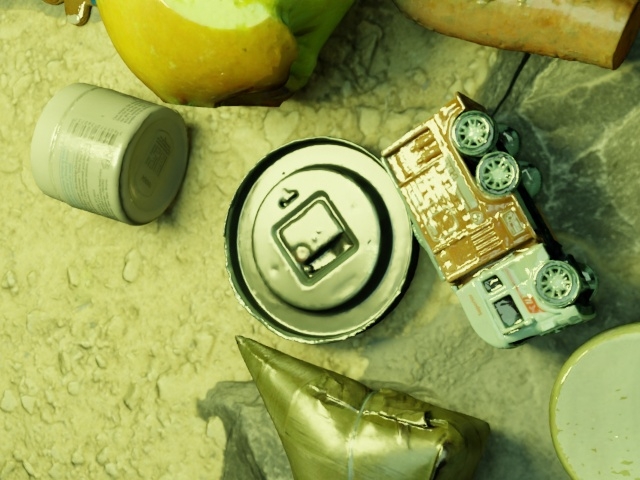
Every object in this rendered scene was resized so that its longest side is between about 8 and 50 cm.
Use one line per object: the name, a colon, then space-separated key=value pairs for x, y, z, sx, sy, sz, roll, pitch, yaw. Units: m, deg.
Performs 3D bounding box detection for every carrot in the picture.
carrot: x=0.234 y=-0.292 z=1.229 sx=0.302 sy=0.139 sz=0.138 roll=25 pitch=98 yaw=16

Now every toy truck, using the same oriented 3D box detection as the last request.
toy truck: x=0.204 y=-0.014 z=1.228 sx=0.162 sy=0.136 sz=0.305 roll=-31 pitch=76 yaw=21

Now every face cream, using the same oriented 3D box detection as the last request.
face cream: x=-0.293 y=-0.121 z=1.419 sx=0.153 sy=0.177 sz=0.177 roll=18 pitch=95 yaw=20

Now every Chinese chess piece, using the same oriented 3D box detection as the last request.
Chinese chess piece: x=0.385 y=0.209 z=1.166 sx=0.238 sy=0.092 sz=0.237 roll=-1 pitch=87 yaw=24

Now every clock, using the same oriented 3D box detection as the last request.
clock: x=0.000 y=0.000 z=1.356 sx=0.281 sy=0.055 sz=0.280 roll=-1 pitch=88 yaw=23

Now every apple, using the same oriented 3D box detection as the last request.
apple: x=-0.099 y=-0.332 z=1.249 sx=0.384 sy=0.374 sz=0.374 roll=4 pitch=90 yaw=34

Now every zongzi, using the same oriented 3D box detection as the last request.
zongzi: x=-0.002 y=0.317 z=1.287 sx=0.360 sy=0.160 sz=0.323 roll=21 pitch=95 yaw=22

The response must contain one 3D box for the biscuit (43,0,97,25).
biscuit: x=-0.361 y=-0.398 z=1.538 sx=0.205 sy=0.031 sz=0.138 roll=9 pitch=92 yaw=24
